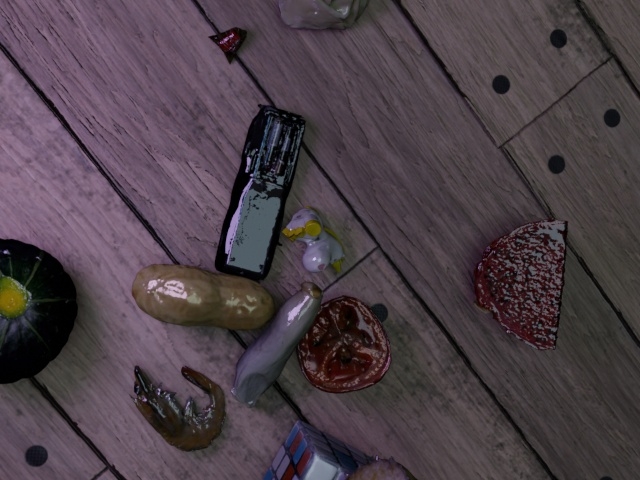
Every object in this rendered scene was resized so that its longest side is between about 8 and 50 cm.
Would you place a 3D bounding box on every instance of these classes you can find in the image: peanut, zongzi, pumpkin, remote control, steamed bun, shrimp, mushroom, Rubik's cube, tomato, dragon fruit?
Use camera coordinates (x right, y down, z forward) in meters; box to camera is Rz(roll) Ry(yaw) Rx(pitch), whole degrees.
[{"bbox_3d":[-0.253,0.130,1.387,0.318,0.147,0.148,13,89,-11],"label":"peanut"},{"bbox_3d":[-0.205,-0.443,1.444,0.083,0.067,0.074,-17,106,8],"label":"zongzi"},{"bbox_3d":[-0.655,0.147,1.286,0.295,0.296,0.296,0,91,-11],"label":"pumpkin"},{"bbox_3d":[-0.131,-0.108,1.449,0.144,0.062,0.399,14,88,-11],"label":"remote control"},{"bbox_3d":[0.013,-0.592,1.426,0.217,0.144,0.211,3,90,-11],"label":"steamed bun"},{"bbox_3d":[-0.314,0.362,1.430,0.173,0.058,0.253,-34,100,-16],"label":"shrimp"},{"bbox_3d":[-0.097,0.229,1.387,0.097,0.109,0.351,36,116,1],"label":"mushroom"},{"bbox_3d":[0.012,0.589,1.389,0.258,0.256,0.253,32,85,-11],"label":"Rubik's cube"},{"bbox_3d":[0.049,0.245,1.474,0.227,0.101,0.228,2,82,-13],"label":"tomato"},{"bbox_3d":[0.474,0.089,1.538,0.204,0.152,0.317,5,99,9],"label":"dragon fruit"}]

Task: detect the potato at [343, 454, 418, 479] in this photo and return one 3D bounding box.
[{"bbox_3d":[0.160,0.587,1.185,0.237,0.301,0.289,28,119,-30],"label":"potato"}]

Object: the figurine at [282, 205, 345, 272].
[{"bbox_3d":[-0.002,0.006,1.455,0.178,0.109,0.130,56,37,-13],"label":"figurine"}]
